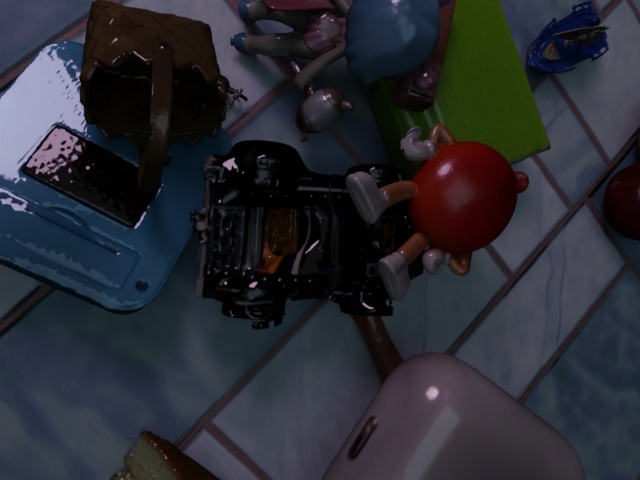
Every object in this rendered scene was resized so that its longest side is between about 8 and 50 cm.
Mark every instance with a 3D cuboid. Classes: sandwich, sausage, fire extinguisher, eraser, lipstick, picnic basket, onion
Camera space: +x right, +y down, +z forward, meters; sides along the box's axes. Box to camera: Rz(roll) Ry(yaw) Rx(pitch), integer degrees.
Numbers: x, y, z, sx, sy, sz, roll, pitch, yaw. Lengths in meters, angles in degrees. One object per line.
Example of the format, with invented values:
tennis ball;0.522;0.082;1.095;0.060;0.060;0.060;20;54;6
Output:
sandwich;-0.134;0.340;0.535;0.258;0.096;0.094;41;84;-12
sausage;0.079;0.142;0.630;0.042;0.036;0.158;-31;99;-23
fire extinguisher;-0.140;-0.185;0.555;0.100;0.032;0.046;25;72;-11
eraser;0.171;-0.209;0.627;0.209;0.092;0.275;-22;96;-13
lipstick;0.125;-0.233;0.548;0.045;0.045;0.146;13;87;-10
picnic basket;-0.162;-0.134;0.453;0.137;0.128;0.179;1;57;-24
onion;0.525;-0.063;0.731;0.131;0.131;0.131;0;91;-18

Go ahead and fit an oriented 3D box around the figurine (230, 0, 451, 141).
figurine;0.005;-0.217;0.511;0.259;0.102;0.206;15;88;23

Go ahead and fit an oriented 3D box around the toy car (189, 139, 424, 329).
toy car;0.000;0.000;0.543;0.300;0.118;0.193;4;87;-33

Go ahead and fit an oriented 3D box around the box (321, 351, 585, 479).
box;0.176;0.327;0.594;0.349;0.141;0.289;37;82;-22

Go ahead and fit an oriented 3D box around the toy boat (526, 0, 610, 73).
toy boat;0.382;-0.304;0.686;0.174;0.110;0.091;-30;99;-14

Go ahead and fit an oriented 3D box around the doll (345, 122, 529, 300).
doll;0.144;-0.047;0.531;0.217;0.085;0.183;-27;107;-15

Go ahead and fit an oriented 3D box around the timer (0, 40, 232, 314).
timer;-0.247;-0.067;0.515;0.231;0.091;0.250;30;69;-15

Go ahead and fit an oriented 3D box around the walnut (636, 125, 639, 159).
walnut;0.617;-0.186;0.745;0.155;0.155;0.184;35;78;-15
